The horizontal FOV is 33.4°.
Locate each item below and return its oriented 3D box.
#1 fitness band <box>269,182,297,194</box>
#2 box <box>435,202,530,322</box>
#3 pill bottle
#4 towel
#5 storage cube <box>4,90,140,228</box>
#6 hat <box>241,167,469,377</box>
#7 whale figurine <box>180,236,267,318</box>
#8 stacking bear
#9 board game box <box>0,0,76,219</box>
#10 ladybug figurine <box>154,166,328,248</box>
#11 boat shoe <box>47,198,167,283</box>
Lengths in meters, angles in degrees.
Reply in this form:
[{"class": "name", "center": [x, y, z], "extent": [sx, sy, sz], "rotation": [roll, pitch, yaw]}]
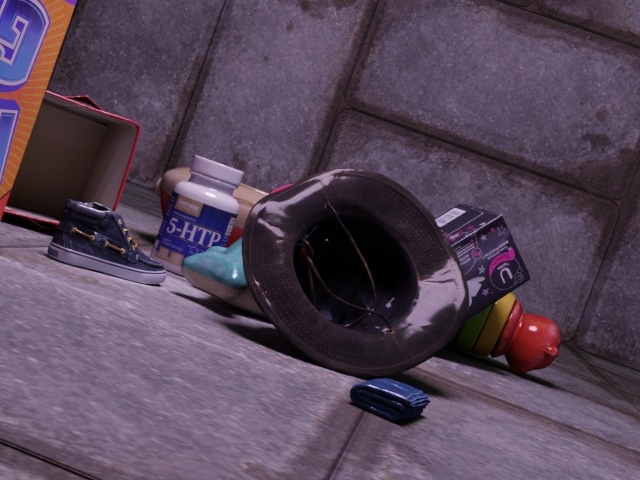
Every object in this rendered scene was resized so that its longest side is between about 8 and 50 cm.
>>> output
[{"class": "fitness band", "center": [0.000, 0.000, 2.193], "extent": [0.290, 0.209, 0.054], "rotation": [21, 1, 9]}, {"class": "box", "center": [0.213, 0.062, 1.888], "extent": [0.142, 0.247, 0.163], "rotation": [63, -14, -18]}, {"class": "pill bottle", "center": [-0.195, -0.037, 1.721], "extent": [0.112, 0.187, 0.112], "rotation": [19, 3, -1]}, {"class": "towel", "center": [0.077, 0.172, 1.176], "extent": [0.067, 0.029, 0.119], "rotation": [20, 3, 19]}, {"class": "storage cube", "center": [-0.419, -0.125, 1.665], "extent": [0.183, 0.215, 0.193], "rotation": [18, -3, -31]}, {"class": "hat", "center": [0.031, 0.064, 1.443], "extent": [0.331, 0.331, 0.134], "rotation": [19, -39, -14]}, {"class": "whale figurine", "center": [-0.082, 0.037, 1.554], "extent": [0.216, 0.141, 0.272], "rotation": [22, 5, 31]}, {"class": "stacking bear", "center": [0.319, 0.159, 2.043], "extent": [0.289, 0.164, 0.175], "rotation": [25, 3, 8]}, {"class": "board game box", "center": [-0.541, -0.226, 1.146], "extent": [0.356, 0.357, 0.356], "rotation": [21, 3, 20]}, {"class": "ladybug figurine", "center": [-0.116, -0.009, 2.010], "extent": [0.449, 0.162, 0.305], "rotation": [21, 3, 14]}, {"class": "boat shoe", "center": [-0.273, 0.003, 1.436], "extent": [0.183, 0.083, 0.065], "rotation": [18, 3, -44]}]
